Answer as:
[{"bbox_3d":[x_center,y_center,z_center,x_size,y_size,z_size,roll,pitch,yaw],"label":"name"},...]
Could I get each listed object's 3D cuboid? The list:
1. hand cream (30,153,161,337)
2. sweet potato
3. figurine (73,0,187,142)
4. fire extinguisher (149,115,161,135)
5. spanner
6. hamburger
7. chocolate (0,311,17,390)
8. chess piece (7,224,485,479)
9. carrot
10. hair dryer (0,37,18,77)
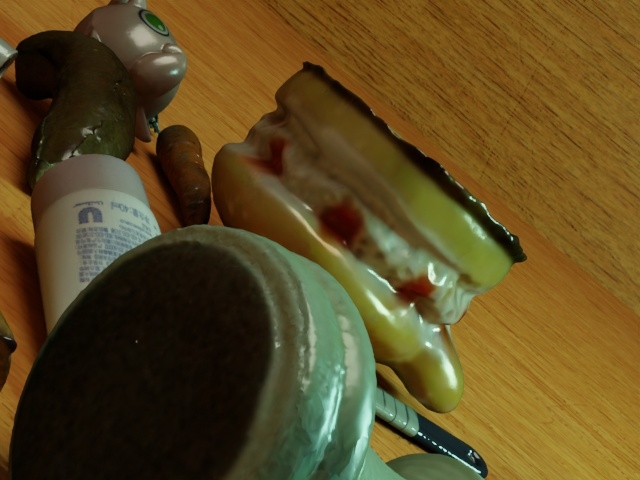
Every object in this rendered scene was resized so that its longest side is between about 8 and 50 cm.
[{"bbox_3d":[-0.130,0.050,0.947,0.133,0.083,0.248,29,26,-35],"label":"hand cream"},{"bbox_3d":[-0.214,-0.103,1.247,0.112,0.085,0.285,2,33,-7],"label":"sweet potato"},{"bbox_3d":[-0.190,-0.175,1.442,0.125,0.125,0.138,33,26,-24],"label":"figurine"},{"bbox_3d":[-0.191,-0.141,1.551,0.083,0.022,0.028,48,-15,36],"label":"fire extinguisher"},{"bbox_3d":[0.028,0.128,1.222,0.316,0.024,0.087,34,14,-25],"label":"spanner"},{"bbox_3d":[0.038,0.004,1.295,0.303,0.186,0.261,40,1,-17],"label":"hamburger"},{"bbox_3d":[-0.226,0.011,0.779,0.086,0.085,0.219,29,14,-38],"label":"chocolate"},{"bbox_3d":[0.001,0.139,0.770,0.299,0.194,0.194,40,8,-43],"label":"chess piece"},{"bbox_3d":[-0.126,-0.058,1.395,0.047,0.047,0.191,32,17,-29],"label":"carrot"},{"bbox_3d":[-0.347,-0.178,1.214,0.155,0.044,0.183,37,17,-4],"label":"hair dryer"}]
